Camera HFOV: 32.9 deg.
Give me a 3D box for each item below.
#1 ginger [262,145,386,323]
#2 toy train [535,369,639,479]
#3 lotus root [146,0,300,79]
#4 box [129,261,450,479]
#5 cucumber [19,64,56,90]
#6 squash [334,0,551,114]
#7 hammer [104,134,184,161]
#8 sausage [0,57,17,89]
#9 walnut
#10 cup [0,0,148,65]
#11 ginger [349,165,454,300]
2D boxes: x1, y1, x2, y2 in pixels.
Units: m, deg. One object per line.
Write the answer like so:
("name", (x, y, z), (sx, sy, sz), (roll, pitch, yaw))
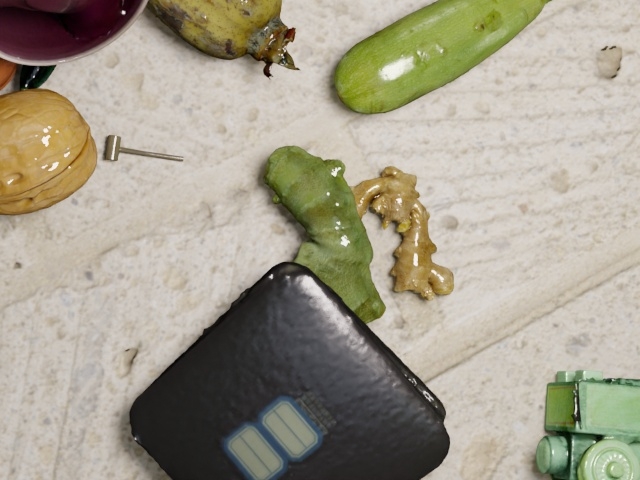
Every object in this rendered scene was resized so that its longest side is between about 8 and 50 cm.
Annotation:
("ginger", (0.002, 0.005, 1.534), (0.137, 0.089, 0.290), (-2, 109, 31))
("toy train", (0.451, 0.291, 1.581), (0.271, 0.159, 0.188), (6, 81, -8))
("lotus root", (-0.130, -0.327, 1.490), (0.278, 0.154, 0.154), (37, 86, -5))
("box", (-0.043, 0.255, 1.514), (0.350, 0.091, 0.359), (-42, 96, 6))
("cucumber", (-0.354, -0.333, 1.504), (0.056, 0.056, 0.284), (25, 85, -8))
("squash", (0.187, -0.290, 1.549), (0.370, 0.118, 0.118), (-28, 95, -9))
("hammer", (-0.249, -0.124, 1.538), (0.110, 0.019, 0.035), (8, 90, -10))
("sausage", (-0.532, -0.263, 1.425), (0.268, 0.153, 0.141), (10, 68, -11))
("walnut", (-0.401, -0.116, 1.445), (0.197, 0.165, 0.165), (-21, 94, -12))
("cup", (-0.337, -0.402, 1.367), (0.288, 0.208, 0.273), (-36, 62, 11))
("ginger", (0.119, -0.013, 1.575), (0.193, 0.052, 0.176), (14, 94, -7))
